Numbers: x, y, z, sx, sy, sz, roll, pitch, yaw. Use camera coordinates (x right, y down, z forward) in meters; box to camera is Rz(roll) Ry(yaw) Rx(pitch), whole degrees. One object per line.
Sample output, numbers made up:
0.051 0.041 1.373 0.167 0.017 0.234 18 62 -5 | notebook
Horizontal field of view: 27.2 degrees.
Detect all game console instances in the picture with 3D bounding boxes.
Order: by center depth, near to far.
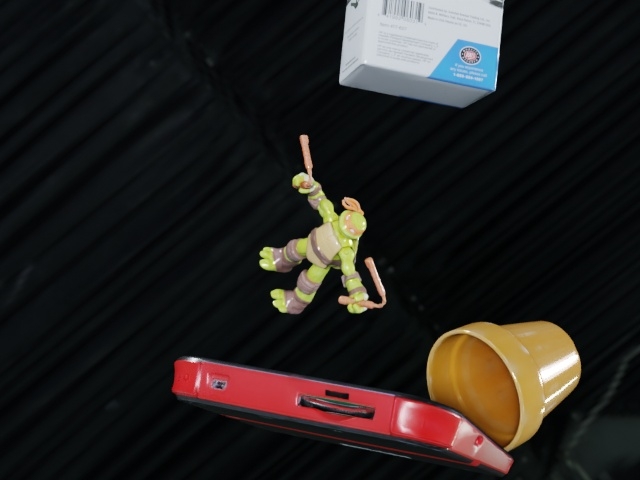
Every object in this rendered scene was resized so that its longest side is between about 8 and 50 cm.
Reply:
0.030 0.229 1.710 0.386 0.060 0.342 8 -12 25 | game console

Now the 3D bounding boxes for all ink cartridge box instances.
0.108 -0.255 1.374 0.148 0.203 0.086 10 -11 -16 | ink cartridge box

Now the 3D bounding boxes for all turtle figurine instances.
0.000 0.000 1.895 0.087 0.217 0.270 -16 74 -44 | turtle figurine

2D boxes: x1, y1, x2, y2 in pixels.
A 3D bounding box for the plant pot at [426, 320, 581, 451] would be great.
0.305 0.214 2.096 0.205 0.188 0.205 23 -59 45 | plant pot
